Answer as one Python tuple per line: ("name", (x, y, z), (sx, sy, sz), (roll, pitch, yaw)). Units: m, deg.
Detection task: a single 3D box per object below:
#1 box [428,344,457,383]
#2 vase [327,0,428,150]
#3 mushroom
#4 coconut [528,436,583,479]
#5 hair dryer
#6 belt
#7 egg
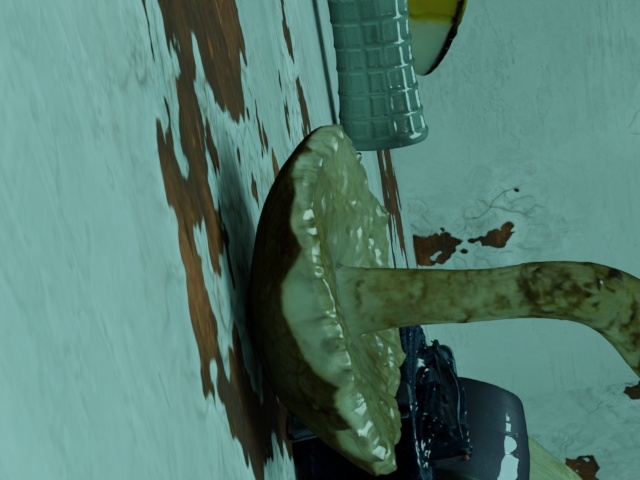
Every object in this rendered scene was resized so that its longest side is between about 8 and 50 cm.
("box", (0.127, 0.180, 2.479), (0.054, 0.099, 0.074), (-23, 105, -70))
("vase", (0.063, -0.264, 2.298), (0.143, 0.143, 0.299), (-78, 162, -76))
("mushroom", (0.088, 0.025, 1.284), (0.208, 0.302, 0.233), (-151, -130, -63))
("coconut", (0.237, 0.379, 2.409), (0.247, 0.245, 0.245), (46, -18, 36))
("hair dryer", (0.085, 0.299, 1.648), (0.361, 0.121, 0.301), (106, 1, -72))
("belt", (0.049, 0.130, 1.467), (0.218, 0.128, 0.122), (-91, 166, -65))
("egg", (0.108, -0.414, 2.659), (0.337, 0.201, 0.337), (-165, -90, -83))
